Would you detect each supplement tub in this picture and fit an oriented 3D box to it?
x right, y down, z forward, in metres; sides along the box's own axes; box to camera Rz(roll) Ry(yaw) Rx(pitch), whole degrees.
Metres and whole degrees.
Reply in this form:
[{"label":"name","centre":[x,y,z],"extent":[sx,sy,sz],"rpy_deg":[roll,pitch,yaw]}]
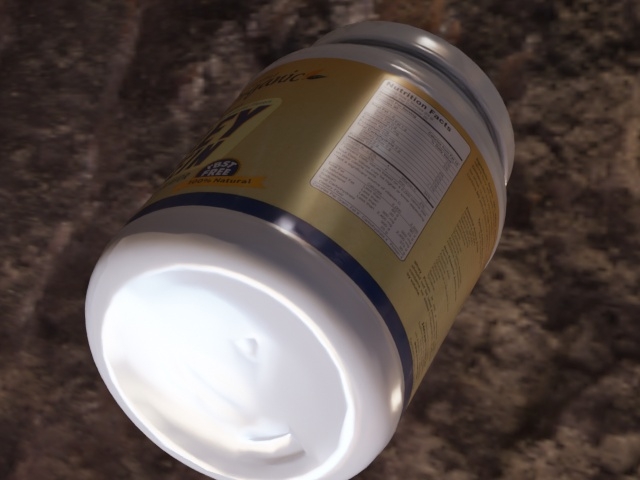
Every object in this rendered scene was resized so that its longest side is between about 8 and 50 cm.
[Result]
[{"label":"supplement tub","centre":[0.000,0.000,1.088],"extent":[0.228,0.228,0.316],"rpy_deg":[61,-142,-23]}]
